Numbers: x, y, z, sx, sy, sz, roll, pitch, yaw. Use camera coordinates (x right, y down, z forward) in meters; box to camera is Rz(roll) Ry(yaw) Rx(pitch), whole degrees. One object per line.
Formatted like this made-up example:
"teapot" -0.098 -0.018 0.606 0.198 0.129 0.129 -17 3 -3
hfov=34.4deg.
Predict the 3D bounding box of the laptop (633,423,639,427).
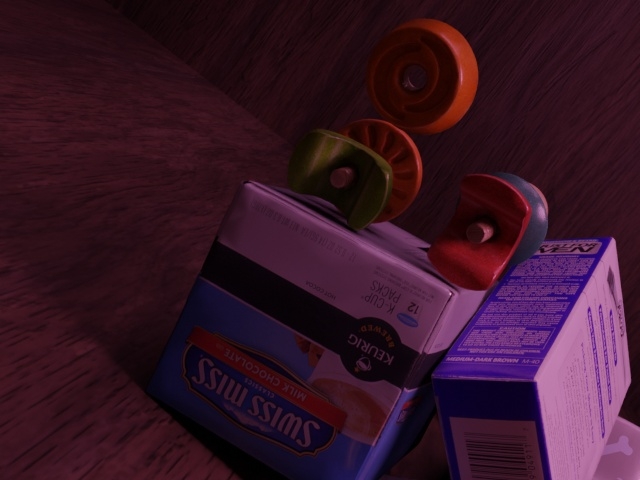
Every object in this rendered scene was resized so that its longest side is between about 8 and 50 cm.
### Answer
"laptop" 0.450 0.257 1.591 0.408 0.236 0.382 -2 -34 49

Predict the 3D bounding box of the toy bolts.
"toy bolts" 0.123 -0.078 0.966 0.228 0.218 0.158 36 23 16

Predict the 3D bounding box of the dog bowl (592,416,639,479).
"dog bowl" 0.336 0.298 1.303 0.349 0.102 0.349 28 -16 9

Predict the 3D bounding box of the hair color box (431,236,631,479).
"hair color box" 0.229 0.142 1.061 0.110 0.185 0.339 -1 20 30

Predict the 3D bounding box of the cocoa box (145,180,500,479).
"cocoa box" 0.023 0.097 1.084 0.231 0.228 0.347 29 7 15

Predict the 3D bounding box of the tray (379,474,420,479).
"tray" 0.132 0.289 1.035 0.270 0.030 0.145 14 11 -21
